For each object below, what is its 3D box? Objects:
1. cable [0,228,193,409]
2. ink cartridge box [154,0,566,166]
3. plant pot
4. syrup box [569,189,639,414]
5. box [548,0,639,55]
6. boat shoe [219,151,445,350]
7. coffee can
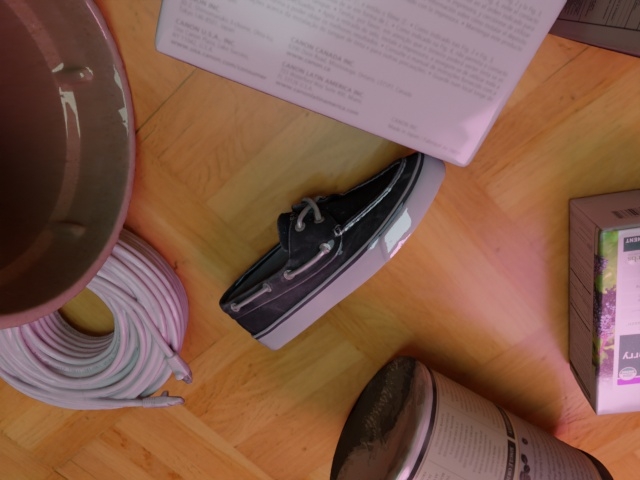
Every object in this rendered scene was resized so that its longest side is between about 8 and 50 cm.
[{"bbox_3d":[-0.289,0.089,0.667,0.257,0.089,0.257,-7,113,8],"label":"cable"},{"bbox_3d":[0.067,-0.282,0.436,0.308,0.091,0.385,19,120,-11],"label":"ink cartridge box"},{"bbox_3d":[-0.391,-0.097,0.486,0.306,0.334,0.333,1,115,16],"label":"plant pot"},{"bbox_3d":[0.338,0.071,0.611,0.093,0.096,0.236,-8,113,7],"label":"syrup box"},{"bbox_3d":[0.287,-0.207,0.410,0.127,0.232,0.148,14,115,-3],"label":"box"},{"bbox_3d":[0.000,0.000,0.602,0.102,0.108,0.301,39,118,-15],"label":"boat shoe"},{"bbox_3d":[0.178,0.291,0.664,0.275,0.201,0.201,30,113,-10],"label":"coffee can"}]
